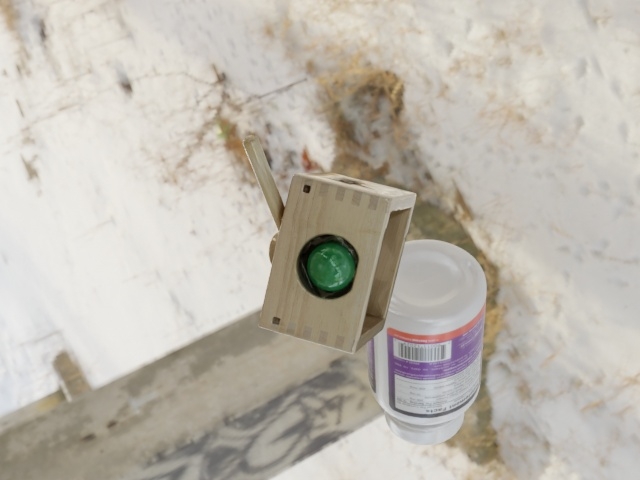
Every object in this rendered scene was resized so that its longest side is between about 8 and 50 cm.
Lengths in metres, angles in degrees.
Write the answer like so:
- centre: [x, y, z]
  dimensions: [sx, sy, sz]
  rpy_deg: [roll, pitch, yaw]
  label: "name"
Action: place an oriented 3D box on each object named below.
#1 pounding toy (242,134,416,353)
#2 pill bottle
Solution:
- centre: [0.000, 0.000, 0.716]
  dimensions: [0.100, 0.141, 0.130]
  rpy_deg: [15, 98, 13]
  label: "pounding toy"
- centre: [0.097, 0.102, 0.933]
  dimensions: [0.108, 0.108, 0.193]
  rpy_deg: [44, 151, 39]
  label: "pill bottle"
